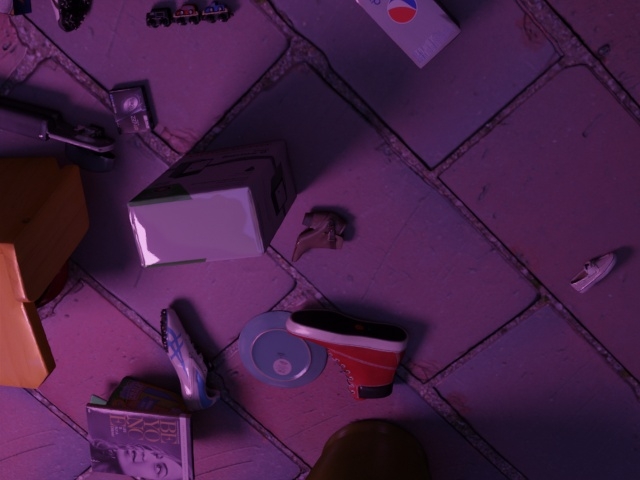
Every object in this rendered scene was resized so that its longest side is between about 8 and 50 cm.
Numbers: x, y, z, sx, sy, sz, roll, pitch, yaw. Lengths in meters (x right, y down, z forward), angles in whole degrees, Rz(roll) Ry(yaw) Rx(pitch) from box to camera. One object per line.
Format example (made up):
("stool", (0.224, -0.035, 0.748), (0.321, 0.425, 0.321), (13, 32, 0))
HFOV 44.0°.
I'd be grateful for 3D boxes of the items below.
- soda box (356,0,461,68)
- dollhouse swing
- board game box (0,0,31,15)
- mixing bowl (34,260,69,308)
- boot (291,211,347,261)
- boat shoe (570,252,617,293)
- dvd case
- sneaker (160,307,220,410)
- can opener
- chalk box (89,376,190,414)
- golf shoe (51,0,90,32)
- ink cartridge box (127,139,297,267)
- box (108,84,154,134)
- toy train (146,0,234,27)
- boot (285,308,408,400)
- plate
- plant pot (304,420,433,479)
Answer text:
("soda box", (0.098, -0.415, 1.271), (0.286, 0.098, 0.091), (44, 112, -12))
("dollhouse swing", (-0.605, 0.057, 1.504), (0.346, 0.315, 0.305), (1, 132, 21))
("board game box", (-0.571, -0.515, 1.331), (0.165, 0.042, 0.244), (16, 118, 23))
("mixing bowl", (-0.569, 0.060, 1.574), (0.181, 0.098, 0.182), (-3, 82, 21))
("boot", (0.000, 0.000, 1.508), (0.086, 0.042, 0.119), (17, 116, -2))
("boat shoe", (0.501, 0.054, 1.459), (0.035, 0.035, 0.100), (34, 121, -10))
("dvd case", (-0.368, 0.417, 1.622), (0.221, 0.018, 0.165), (5, 113, 7))
("sneaker", (-0.274, 0.242, 1.647), (0.086, 0.085, 0.237), (-20, 108, -11))
("can opener", (-0.521, -0.195, 1.480), (0.283, 0.076, 0.095), (15, 115, 3))
("chalk box", (-0.400, 0.393, 1.698), (0.212, 0.132, 0.133), (16, 115, 1))
("golf shoe", (-0.454, -0.460, 1.360), (0.093, 0.077, 0.198), (12, 115, 23))
("ink cartridge box", (-0.175, -0.070, 1.367), (0.211, 0.289, 0.122), (-7, 110, 12))
("box", (-0.349, -0.241, 1.463), (0.067, 0.018, 0.083), (-4, 113, 11))
("toy train", (-0.227, -0.392, 1.373), (0.158, 0.027, 0.036), (-2, 103, 10))
("boot", (0.038, 0.239, 1.588), (0.244, 0.088, 0.176), (13, 117, -1))
("plate", (-0.080, 0.232, 1.635), (0.188, 0.024, 0.188), (3, 114, 7))
("plant pot", (0.096, 0.556, 1.574), (0.366, 0.353, 0.367), (4, 115, 8))
